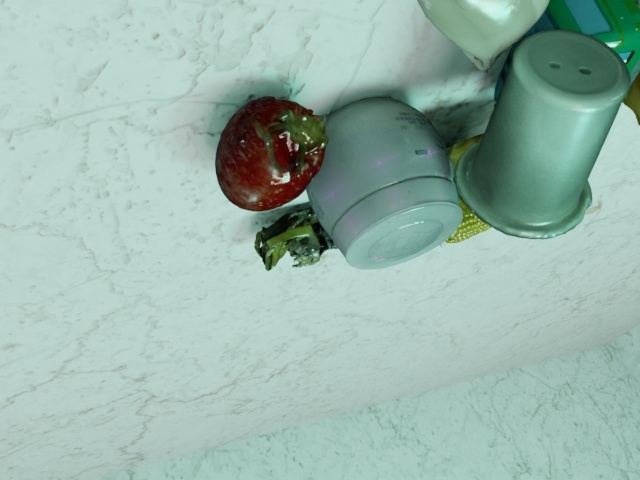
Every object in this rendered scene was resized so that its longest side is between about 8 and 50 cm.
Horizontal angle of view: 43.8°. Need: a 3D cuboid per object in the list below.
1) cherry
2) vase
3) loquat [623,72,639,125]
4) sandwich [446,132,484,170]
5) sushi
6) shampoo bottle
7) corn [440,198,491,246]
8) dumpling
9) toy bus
[{"bbox_3d":[-0.094,-0.133,1.354,0.175,0.192,0.250,26,144,-12],"label":"cherry"},{"bbox_3d":[0.361,-0.183,1.298,0.245,0.245,0.291,-15,144,-15],"label":"vase"},{"bbox_3d":[0.742,-0.321,1.522,0.328,0.328,0.328,-18,154,-9],"label":"loquat"},{"bbox_3d":[0.311,-0.159,1.650,0.226,0.087,0.251,-17,176,-21],"label":"sandwich"},{"bbox_3d":[-0.003,-0.006,1.730,0.291,0.131,0.139,-21,154,-23],"label":"sushi"},{"bbox_3d":[0.115,-0.103,1.479,0.273,0.266,0.273,-19,155,-9],"label":"shampoo bottle"},{"bbox_3d":[0.416,-0.081,1.948,0.305,0.106,0.106,-21,154,-5],"label":"corn"},{"bbox_3d":[0.256,-0.408,1.146,0.260,0.181,0.341,-47,123,5],"label":"dumpling"},{"bbox_3d":[0.443,-0.313,1.439,0.199,0.183,0.343,-13,152,-13],"label":"toy bus"}]
